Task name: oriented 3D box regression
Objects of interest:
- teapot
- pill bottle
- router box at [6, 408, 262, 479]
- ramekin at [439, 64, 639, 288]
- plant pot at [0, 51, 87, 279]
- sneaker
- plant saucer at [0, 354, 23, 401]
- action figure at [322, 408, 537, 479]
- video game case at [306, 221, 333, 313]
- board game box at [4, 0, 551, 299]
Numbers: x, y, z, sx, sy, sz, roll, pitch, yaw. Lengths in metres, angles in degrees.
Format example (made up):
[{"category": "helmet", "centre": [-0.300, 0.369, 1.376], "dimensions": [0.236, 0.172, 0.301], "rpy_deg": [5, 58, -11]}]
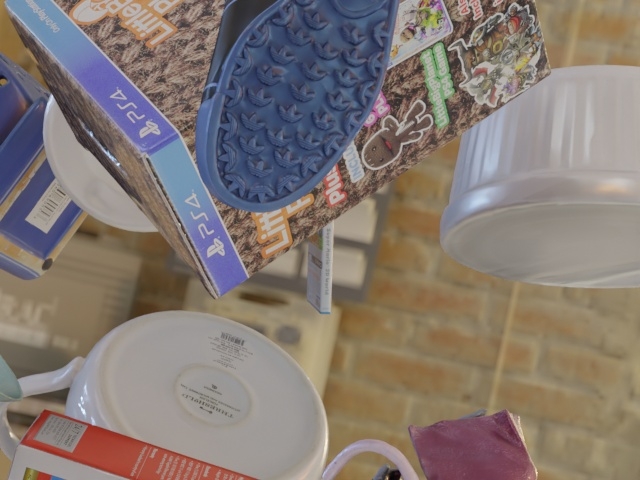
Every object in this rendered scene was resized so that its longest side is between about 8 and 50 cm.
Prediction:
[{"category": "teapot", "centre": [-0.129, 0.199, 1.370], "dimensions": [0.252, 0.187, 0.256], "rpy_deg": [-11, 50, -39]}, {"category": "pill bottle", "centre": [-0.172, -0.156, 1.704], "dimensions": [0.204, 0.204, 0.361], "rpy_deg": [13, 18, -1]}, {"category": "router box", "centre": [-0.125, 0.337, 1.162], "dimensions": [0.301, 0.336, 0.082], "rpy_deg": [19, 12, -1]}, {"category": "ramekin", "centre": [0.237, -0.051, 1.292], "dimensions": [0.272, 0.127, 0.273], "rpy_deg": [4, -16, 1]}, {"category": "plant pot", "centre": [-0.403, -0.096, 1.896], "dimensions": [0.212, 0.236, 0.236], "rpy_deg": [34, -4, 26]}, {"category": "sneaker", "centre": [-0.009, -0.119, 0.777], "dimensions": [0.081, 0.232, 0.090], "rpy_deg": [27, -12, -21]}, {"category": "plant saucer", "centre": [-0.306, 0.063, 1.158], "dimensions": [0.195, 0.037, 0.195], "rpy_deg": [46, -2, 2]}, {"category": "action figure", "centre": [0.214, 0.359, 1.791], "dimensions": [0.275, 0.248, 0.370], "rpy_deg": [12, 32, -40]}, {"category": "video game case", "centre": [0.000, 0.000, 1.873], "dimensions": [0.015, 0.166, 0.119], "rpy_deg": [1, 6, -8]}, {"category": "board game box", "centre": [-0.030, -0.142, 1.065], "dimensions": [0.232, 0.291, 0.141], "rpy_deg": [44, -16, 43]}]
